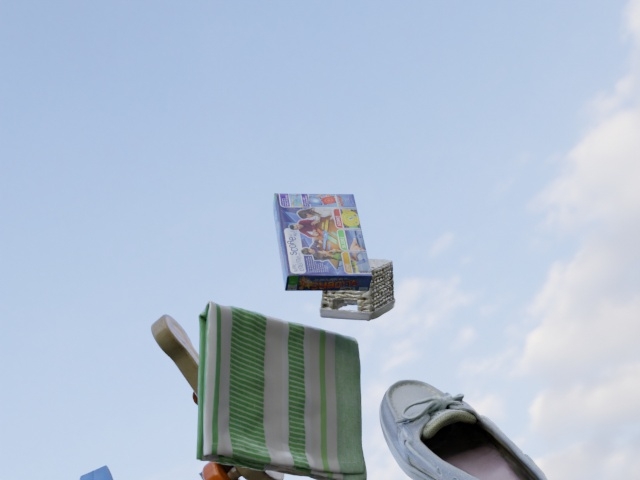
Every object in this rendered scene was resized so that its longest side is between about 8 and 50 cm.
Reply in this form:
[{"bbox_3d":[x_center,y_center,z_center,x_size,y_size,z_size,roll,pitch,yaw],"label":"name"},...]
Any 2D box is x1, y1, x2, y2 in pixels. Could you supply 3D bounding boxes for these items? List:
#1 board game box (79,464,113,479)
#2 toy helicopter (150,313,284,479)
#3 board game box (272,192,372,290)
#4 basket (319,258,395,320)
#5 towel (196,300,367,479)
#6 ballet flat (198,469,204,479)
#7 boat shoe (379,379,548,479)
[{"bbox_3d":[-0.284,0.372,1.555,0.033,0.133,0.169,3,-20,-31],"label":"board game box"},{"bbox_3d":[-0.174,0.278,2.040,0.140,0.355,0.235,-37,-6,10],"label":"toy helicopter"},{"bbox_3d":[0.000,0.000,1.875,0.136,0.201,0.035,1,-48,-9],"label":"board game box"},{"bbox_3d":[0.076,0.095,2.330,0.167,0.113,0.103,-16,-73,-69],"label":"basket"},{"bbox_3d":[-0.053,0.233,1.758,0.325,0.248,0.038,19,-30,-41],"label":"towel"},{"bbox_3d":[-0.197,0.476,2.303,0.058,0.084,0.250,-35,-15,-12],"label":"ballet flat"},{"bbox_3d":[0.170,0.244,1.348,0.118,0.320,0.103,-14,-59,-19],"label":"boat shoe"}]
